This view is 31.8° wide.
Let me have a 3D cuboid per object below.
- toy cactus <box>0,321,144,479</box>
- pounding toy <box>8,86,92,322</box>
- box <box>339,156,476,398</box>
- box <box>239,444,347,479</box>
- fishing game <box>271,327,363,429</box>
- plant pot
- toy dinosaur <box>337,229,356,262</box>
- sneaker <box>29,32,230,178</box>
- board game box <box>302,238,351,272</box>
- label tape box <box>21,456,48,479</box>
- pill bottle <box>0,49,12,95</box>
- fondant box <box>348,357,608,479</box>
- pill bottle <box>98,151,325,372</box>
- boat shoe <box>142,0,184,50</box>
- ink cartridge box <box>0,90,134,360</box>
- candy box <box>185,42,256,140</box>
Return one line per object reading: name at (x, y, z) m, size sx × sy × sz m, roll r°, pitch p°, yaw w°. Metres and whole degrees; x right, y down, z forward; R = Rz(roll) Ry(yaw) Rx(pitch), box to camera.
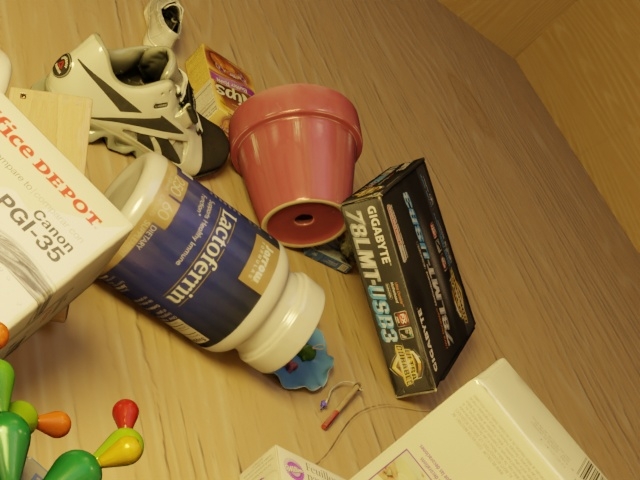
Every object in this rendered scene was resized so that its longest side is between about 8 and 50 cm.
toy cactus at (-0.208, 0.154, 0.781) m, size 0.219 × 0.112 × 0.181 m, roll 27°, pitch 35°, yaw -43°
pounding toy at (-0.295, -0.020, 1.147) m, size 0.094 × 0.181 × 0.206 m, roll 7°, pitch 68°, yaw -14°
box at (0.137, 0.045, 1.672) m, size 0.293 × 0.073 × 0.296 m, roll -37°, pitch 111°, yaw -69°
box at (0.054, 0.324, 1.239) m, size 0.324 × 0.067 × 0.063 m, roll 33°, pitch 26°, yaw -30°
fishing game at (-0.047, 0.112, 1.442) m, size 0.264 × 0.041 × 0.189 m, roll 48°, pitch 26°, yaw 3°
plant pot at (-0.031, -0.098, 1.640) m, size 0.201 × 0.201 × 0.180 m, roll 24°, pitch 47°, yaw -41°
toy dinosaur at (0.074, -0.001, 1.772) m, size 0.268 × 0.064 × 0.118 m, roll 31°, pitch 43°, yaw -58°
sneaker at (-0.213, -0.181, 1.504) m, size 0.330 × 0.146 × 0.122 m, roll 15°, pitch 37°, yaw -53°
board game box at (0.000, 0.000, 1.724) m, size 0.090 × 0.020 × 0.090 m, roll 27°, pitch 31°, yaw -39°
label tape box at (-0.180, 0.292, 0.839) m, size 0.240 × 0.106 × 0.334 m, roll 43°, pitch 24°, yaw -8°
pill bottle at (-0.452, -0.184, 1.071) m, size 0.278 × 0.162 × 0.162 m, roll 34°, pitch 26°, yaw -28°
fondant box at (0.116, 0.303, 1.038) m, size 0.238 × 0.330 × 0.096 m, roll 50°, pitch 22°, yaw 10°
pill bottle at (-0.132, 0.032, 1.280) m, size 0.264 × 0.153 × 0.153 m, roll 37°, pitch 25°, yaw -22°
boat shoe at (-0.250, -0.359, 1.823) m, size 0.066 × 0.063 × 0.184 m, roll 38°, pitch 25°, yaw -19°
ink cartridge box at (-0.325, 0.012, 0.914) m, size 0.207 × 0.117 × 0.283 m, roll 45°, pitch 46°, yaw -1°
candy box at (-0.149, -0.223, 1.790) m, size 0.109 × 0.053 × 0.187 m, roll 29°, pitch 30°, yaw -36°
